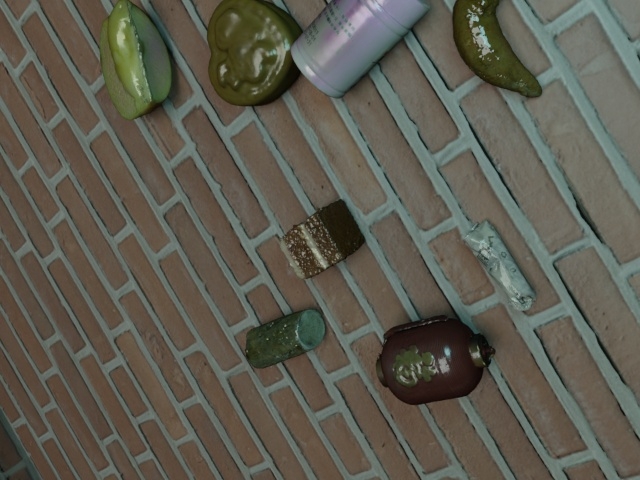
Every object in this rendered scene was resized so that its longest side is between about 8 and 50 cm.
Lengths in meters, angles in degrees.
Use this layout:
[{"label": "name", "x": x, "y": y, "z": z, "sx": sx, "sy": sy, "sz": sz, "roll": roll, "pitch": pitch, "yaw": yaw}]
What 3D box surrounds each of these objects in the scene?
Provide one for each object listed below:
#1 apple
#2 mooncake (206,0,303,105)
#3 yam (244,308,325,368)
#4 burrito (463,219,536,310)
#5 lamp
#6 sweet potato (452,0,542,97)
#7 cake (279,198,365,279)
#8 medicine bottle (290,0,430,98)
[{"label": "apple", "x": -0.460, "y": -0.435, "z": 1.479, "sx": 0.193, "sy": 0.120, "sz": 0.264, "roll": -8, "pitch": 98, "yaw": 42}, {"label": "mooncake", "x": -0.144, "y": -0.416, "z": 1.323, "sx": 0.235, "sy": 0.117, "sz": 0.234, "roll": 7, "pitch": 105, "yaw": 28}, {"label": "yam", "x": -0.087, "y": 0.241, "z": 1.480, "sx": 0.194, "sy": 0.107, "sz": 0.107, "roll": -25, "pitch": 92, "yaw": 30}, {"label": "burrito", "x": 0.368, "y": 0.054, "z": 1.223, "sx": 0.064, "sy": 0.064, "sz": 0.203, "roll": -35, "pitch": 86, "yaw": 30}, {"label": "lamp", "x": 0.239, "y": 0.252, "z": 1.278, "sx": 0.258, "sy": 0.180, "sz": 0.180, "roll": -22, "pitch": 93, "yaw": 30}, {"label": "sweet potato", "x": 0.308, "y": -0.396, "z": 1.110, "sx": 0.124, "sy": 0.098, "sz": 0.310, "roll": -8, "pitch": 110, "yaw": 39}, {"label": "cake", "x": 0.000, "y": 0.000, "z": 1.356, "sx": 0.147, "sy": 0.135, "sz": 0.134, "roll": -26, "pitch": 92, "yaw": 35}, {"label": "medicine bottle", "x": 0.077, "y": -0.422, "z": 1.185, "sx": 0.254, "sy": 0.152, "sz": 0.152, "roll": -39, "pitch": 85, "yaw": 30}]
